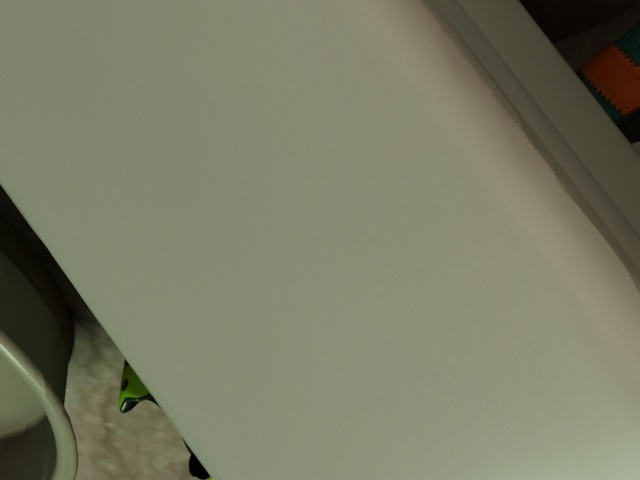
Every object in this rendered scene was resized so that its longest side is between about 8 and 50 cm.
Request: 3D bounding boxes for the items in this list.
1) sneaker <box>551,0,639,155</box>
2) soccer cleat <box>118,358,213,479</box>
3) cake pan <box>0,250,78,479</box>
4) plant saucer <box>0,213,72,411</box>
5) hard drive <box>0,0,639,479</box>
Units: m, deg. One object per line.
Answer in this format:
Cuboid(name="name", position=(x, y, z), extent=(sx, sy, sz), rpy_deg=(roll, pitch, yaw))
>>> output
Cuboid(name="sneaker", position=(0.123, -0.024, 0.532), extent=(0.108, 0.121, 0.302), rpy_deg=(35, 139, -23))
Cuboid(name="soccer cleat", position=(-0.026, 0.099, 0.787), extent=(0.179, 0.072, 0.060), rpy_deg=(34, 140, -21))
Cuboid(name="cake pan", position=(-0.250, 0.048, 0.761), extent=(0.293, 0.054, 0.293), rpy_deg=(11, 143, 8))
Cuboid(name="plant saucer", position=(-0.267, 0.028, 0.821), extent=(0.277, 0.041, 0.278), rpy_deg=(10, 143, 8))
Cuboid(name="hard drive", position=(0.000, 0.000, 0.525), extent=(0.353, 0.047, 0.233), rpy_deg=(54, 140, 6))
